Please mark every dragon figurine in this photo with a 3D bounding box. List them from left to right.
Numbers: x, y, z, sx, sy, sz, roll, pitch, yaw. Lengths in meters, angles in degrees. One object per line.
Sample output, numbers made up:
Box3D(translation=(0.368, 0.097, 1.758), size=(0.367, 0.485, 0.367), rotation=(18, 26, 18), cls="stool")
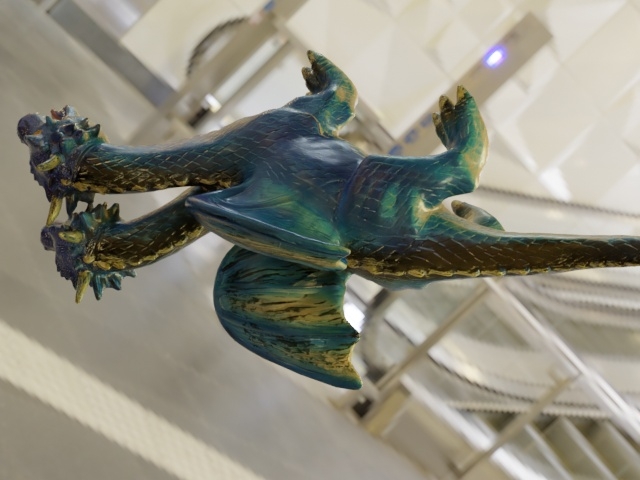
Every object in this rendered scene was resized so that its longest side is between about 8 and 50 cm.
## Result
Box3D(translation=(0.000, 0.000, 0.523), size=(0.289, 0.144, 0.085), rotation=(26, -38, 34), cls="dragon figurine")
